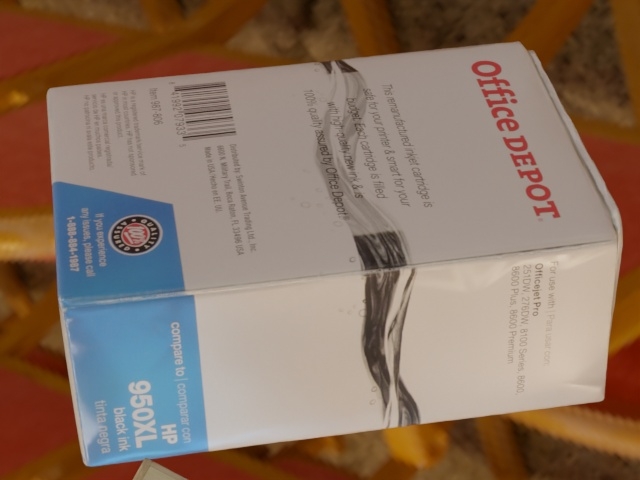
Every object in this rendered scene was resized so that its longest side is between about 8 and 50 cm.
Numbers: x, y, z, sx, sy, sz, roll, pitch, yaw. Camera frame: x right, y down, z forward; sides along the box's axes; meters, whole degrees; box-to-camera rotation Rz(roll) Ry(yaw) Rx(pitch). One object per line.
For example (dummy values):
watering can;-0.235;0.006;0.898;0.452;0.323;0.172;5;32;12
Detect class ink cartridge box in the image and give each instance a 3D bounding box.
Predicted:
ink cartridge box;0.000;0.000;1.321;0.285;0.394;0.166;-104;9;-53

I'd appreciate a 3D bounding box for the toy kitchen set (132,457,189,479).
toy kitchen set;-0.064;0.161;0.831;0.068;0.075;0.083;25;166;17
